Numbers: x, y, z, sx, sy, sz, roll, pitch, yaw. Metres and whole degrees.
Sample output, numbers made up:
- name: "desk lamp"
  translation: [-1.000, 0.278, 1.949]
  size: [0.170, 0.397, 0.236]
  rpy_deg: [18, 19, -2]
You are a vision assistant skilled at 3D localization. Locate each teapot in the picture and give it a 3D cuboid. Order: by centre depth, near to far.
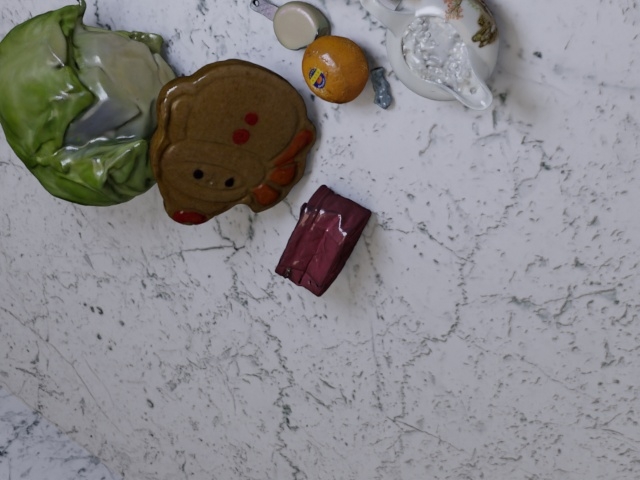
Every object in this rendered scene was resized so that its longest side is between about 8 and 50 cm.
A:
- name: "teapot"
  translation: [0.199, -0.349, 1.444]
  size: [0.298, 0.139, 0.204]
  rpy_deg: [38, 131, 7]

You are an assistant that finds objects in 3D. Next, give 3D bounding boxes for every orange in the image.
- name: "orange"
  translation: [0.030, -0.326, 1.571]
  size: [0.136, 0.117, 0.135]
  rpy_deg: [21, 126, 32]

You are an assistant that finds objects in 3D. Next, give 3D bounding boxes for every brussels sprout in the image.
- name: "brussels sprout"
  translation: [-0.501, -0.272, 1.775]
  size: [0.361, 0.342, 0.425]
  rpy_deg: [-31, 95, 41]

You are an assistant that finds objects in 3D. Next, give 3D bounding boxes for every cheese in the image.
- name: "cheese"
  translation: [-0.065, -0.426, 1.616]
  size: [0.171, 0.047, 0.092]
  rpy_deg: [16, 120, 23]

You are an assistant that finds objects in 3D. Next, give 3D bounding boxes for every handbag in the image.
- name: "handbag"
  translation: [0.000, 0.000, 1.747]
  size: [0.135, 0.146, 0.225]
  rpy_deg: [31, 127, 6]

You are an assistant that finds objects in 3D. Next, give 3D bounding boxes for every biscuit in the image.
- name: "biscuit"
  translation: [-0.188, -0.181, 1.667]
  size: [0.381, 0.359, 0.074]
  rpy_deg: [-58, 36, 23]

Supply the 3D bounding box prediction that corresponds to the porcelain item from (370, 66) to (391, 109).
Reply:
- name: "porcelain item"
  translation: [0.117, -0.292, 1.593]
  size: [0.036, 0.028, 0.083]
  rpy_deg: [12, 123, 45]
